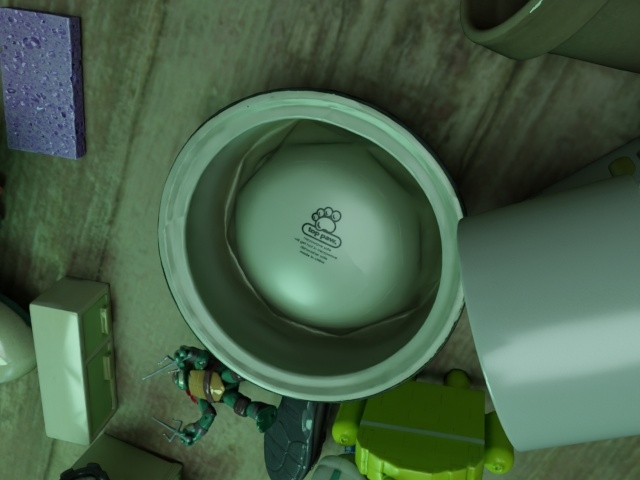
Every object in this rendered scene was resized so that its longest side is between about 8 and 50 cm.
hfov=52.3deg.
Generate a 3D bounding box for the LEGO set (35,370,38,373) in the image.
[{"bbox_3d":[-0.488,0.235,1.191,0.054,0.023,0.083,23,104,1],"label":"LEGO set"}]

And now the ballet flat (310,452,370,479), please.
[{"bbox_3d":[0.063,0.404,1.014,0.139,0.139,0.400,-1,156,14],"label":"ballet flat"}]

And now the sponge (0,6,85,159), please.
[{"bbox_3d":[-0.408,-0.227,0.956,0.117,0.031,0.210,12,115,9],"label":"sponge"}]

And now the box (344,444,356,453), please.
[{"bbox_3d":[0.126,0.324,1.058,0.169,0.054,0.059,7,115,10],"label":"box"}]

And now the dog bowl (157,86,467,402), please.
[{"bbox_3d":[0.000,0.000,0.869,0.408,0.150,0.408,5,107,16],"label":"dog bowl"}]

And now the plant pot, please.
[{"bbox_3d":[0.307,-0.279,0.661,0.229,0.263,0.263,20,118,-17],"label":"plant pot"}]

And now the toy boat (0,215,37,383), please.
[{"bbox_3d":[-0.579,0.094,1.095,0.267,0.148,0.318,15,124,13],"label":"toy boat"}]

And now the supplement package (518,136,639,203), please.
[{"bbox_3d":[0.377,0.014,0.806,0.262,0.145,0.204,-32,103,24],"label":"supplement package"}]

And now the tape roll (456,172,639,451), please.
[{"bbox_3d":[0.252,0.072,0.645,0.169,0.246,0.246,-17,109,21],"label":"tape roll"}]

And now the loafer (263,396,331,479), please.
[{"bbox_3d":[-0.018,0.282,1.055,0.109,0.095,0.302,37,127,39],"label":"loafer"}]

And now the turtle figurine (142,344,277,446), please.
[{"bbox_3d":[-0.183,0.237,1.060,0.234,0.118,0.175,-2,112,29],"label":"turtle figurine"}]

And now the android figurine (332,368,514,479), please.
[{"bbox_3d":[0.142,0.264,0.905,0.248,0.273,0.056,5,113,11],"label":"android figurine"}]

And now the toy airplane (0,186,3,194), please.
[{"bbox_3d":[-0.586,-0.107,1.055,0.151,0.028,0.151,3,120,5],"label":"toy airplane"}]

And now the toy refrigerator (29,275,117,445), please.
[{"bbox_3d":[-0.411,0.207,1.112,0.094,0.102,0.269,9,115,10],"label":"toy refrigerator"}]

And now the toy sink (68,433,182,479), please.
[{"bbox_3d":[-0.340,0.488,1.205,0.234,0.131,0.152,19,117,10],"label":"toy sink"}]

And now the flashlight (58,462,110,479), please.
[{"bbox_3d":[-0.364,0.527,1.096,0.103,0.103,0.304,-5,109,19],"label":"flashlight"}]
